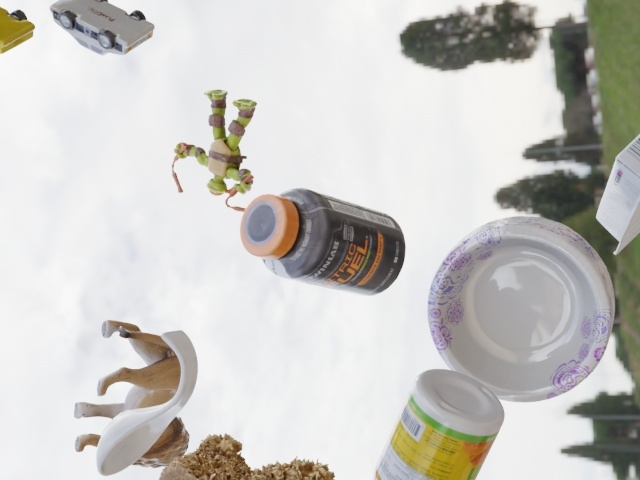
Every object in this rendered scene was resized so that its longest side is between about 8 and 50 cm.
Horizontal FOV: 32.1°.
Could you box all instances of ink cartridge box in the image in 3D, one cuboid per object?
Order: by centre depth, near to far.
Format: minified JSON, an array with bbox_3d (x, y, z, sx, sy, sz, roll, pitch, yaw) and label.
[{"bbox_3d":[0.561,-0.153,1.712,0.324,0.071,0.330,-43,-17,-9],"label":"ink cartridge box"}]

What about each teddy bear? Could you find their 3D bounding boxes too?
[{"bbox_3d":[-0.062,0.365,1.316,0.113,0.338,0.245,17,-101,-47],"label":"teddy bear"}]

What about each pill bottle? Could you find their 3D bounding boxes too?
[{"bbox_3d":[0.000,0.000,1.571,0.245,0.130,0.130,14,-108,-47],"label":"pill bottle"},{"bbox_3d":[0.155,0.318,1.583,0.246,0.136,0.136,-69,-10,24],"label":"pill bottle"}]

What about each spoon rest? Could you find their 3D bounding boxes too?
[{"bbox_3d":[-0.277,0.279,1.808,0.137,0.084,0.276,-5,-52,-60],"label":"spoon rest"}]

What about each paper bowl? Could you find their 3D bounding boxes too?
[{"bbox_3d":[0.320,0.101,1.756,0.148,0.284,0.284,-29,-66,-69],"label":"paper bowl"}]

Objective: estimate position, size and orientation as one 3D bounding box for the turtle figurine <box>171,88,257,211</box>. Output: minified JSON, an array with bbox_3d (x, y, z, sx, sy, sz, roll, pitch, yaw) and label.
[{"bbox_3d":[-0.177,-0.168,2.135,0.087,0.269,0.217,-8,-62,-45],"label":"turtle figurine"}]

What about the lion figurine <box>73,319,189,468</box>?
[{"bbox_3d":[-0.320,0.295,2.080,0.392,0.240,0.142,120,148,-41],"label":"lion figurine"}]

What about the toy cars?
[{"bbox_3d":[-0.495,-0.374,1.992,0.176,0.393,0.087,-99,11,-45],"label":"toy cars"}]
